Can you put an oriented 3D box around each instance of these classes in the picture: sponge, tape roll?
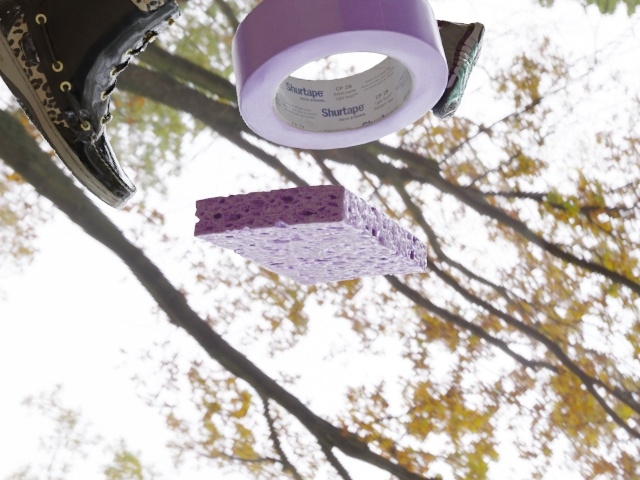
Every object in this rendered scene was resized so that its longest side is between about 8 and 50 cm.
[{"bbox_3d":[0.000,0.000,0.801,0.117,0.210,0.031,-6,-104,21],"label":"sponge"},{"bbox_3d":[0.024,-0.226,1.338,0.275,0.275,0.090,-18,-116,19],"label":"tape roll"}]

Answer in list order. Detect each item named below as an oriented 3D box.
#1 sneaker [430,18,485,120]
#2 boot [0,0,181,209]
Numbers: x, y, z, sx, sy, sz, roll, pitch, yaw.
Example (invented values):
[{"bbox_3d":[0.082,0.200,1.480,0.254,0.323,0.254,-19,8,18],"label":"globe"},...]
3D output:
[{"bbox_3d":[0.176,-0.260,1.533,0.098,0.083,0.223,16,-137,12],"label":"sneaker"},{"bbox_3d":[-0.201,-0.162,0.993,0.179,0.236,0.085,-34,-155,-3],"label":"boot"}]
